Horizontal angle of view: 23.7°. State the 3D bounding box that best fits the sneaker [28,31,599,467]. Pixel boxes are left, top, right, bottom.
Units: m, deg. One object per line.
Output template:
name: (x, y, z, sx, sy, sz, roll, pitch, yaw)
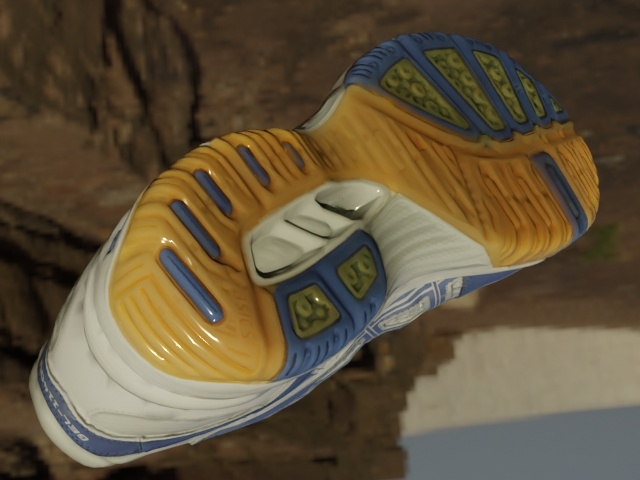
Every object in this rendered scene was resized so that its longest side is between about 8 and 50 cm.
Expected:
sneaker: (0.000, 0.000, 0.632, 0.296, 0.112, 0.131, -20, 165, -47)
